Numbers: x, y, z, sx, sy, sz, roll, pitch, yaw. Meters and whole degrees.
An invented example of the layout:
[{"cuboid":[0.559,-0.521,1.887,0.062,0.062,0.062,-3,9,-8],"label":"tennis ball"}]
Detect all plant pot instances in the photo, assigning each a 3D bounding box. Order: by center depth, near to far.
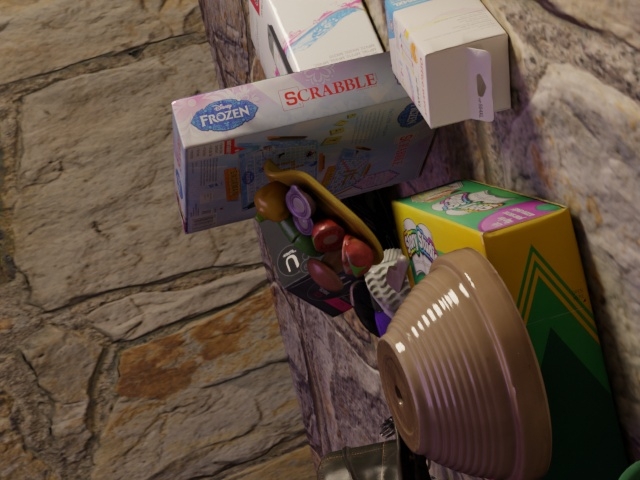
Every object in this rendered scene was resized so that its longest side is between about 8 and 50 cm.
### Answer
[{"cuboid":[0.124,0.132,1.601,0.237,0.110,0.237,165,90,-78],"label":"plant pot"}]

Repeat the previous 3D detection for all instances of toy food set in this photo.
[{"cuboid":[0.000,0.000,1.919,0.218,0.071,0.128,40,164,3],"label":"toy food set"}]

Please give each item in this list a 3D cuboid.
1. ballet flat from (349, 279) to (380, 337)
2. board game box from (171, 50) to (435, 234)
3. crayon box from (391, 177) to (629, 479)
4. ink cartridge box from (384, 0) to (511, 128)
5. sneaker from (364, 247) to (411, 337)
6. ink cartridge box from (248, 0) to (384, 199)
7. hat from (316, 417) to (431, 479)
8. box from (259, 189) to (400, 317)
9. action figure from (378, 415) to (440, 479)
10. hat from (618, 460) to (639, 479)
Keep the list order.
[{"cuboid":[0.092,0.114,2.391,0.173,0.057,0.049,47,177,-34],"label":"ballet flat"},{"cuboid":[-0.019,-0.118,2.017,0.318,0.318,0.065,106,149,-72],"label":"board game box"},{"cuboid":[0.197,0.107,1.777,0.363,0.106,0.313,-150,46,-76],"label":"crayon box"},{"cuboid":[0.133,-0.187,1.701,0.143,0.090,0.092,-117,14,-52],"label":"ink cartridge box"},{"cuboid":[0.143,0.158,2.249,0.146,0.102,0.293,78,176,-51],"label":"sneaker"},{"cuboid":[0.002,-0.239,2.276,0.226,0.131,0.306,91,162,-61],"label":"ink cartridge box"},{"cuboid":[0.056,0.316,1.754,0.331,0.134,0.331,-12,-90,-85],"label":"hat"},{"cuboid":[-0.003,-0.049,2.418,0.165,0.143,0.270,33,-149,-57],"label":"box"},{"cuboid":[0.140,0.408,2.533,0.164,0.141,0.275,32,137,60],"label":"action figure"},{"cuboid":[0.240,0.303,1.438,0.184,0.173,0.208,-21,92,44],"label":"hat"}]
